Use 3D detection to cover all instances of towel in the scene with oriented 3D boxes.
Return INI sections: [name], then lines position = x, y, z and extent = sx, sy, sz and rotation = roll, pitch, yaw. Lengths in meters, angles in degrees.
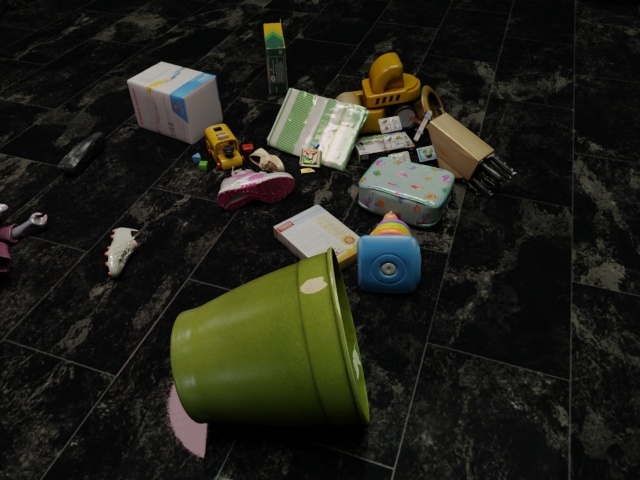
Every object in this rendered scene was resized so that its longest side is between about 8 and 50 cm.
[towel]
position = -0.015, -0.402, 1.934
extent = 0.324, 0.038, 0.248
rotation = 21, 83, 20

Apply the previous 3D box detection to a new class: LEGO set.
[LEGO set]
position = 0.335, -0.359, 1.909
extent = 0.244, 0.060, 0.183
rotation = -14, 85, -10

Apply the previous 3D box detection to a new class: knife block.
[knife block]
position = 0.491, -0.278, 1.733
extent = 0.088, 0.276, 0.242
rotation = -33, 22, -31

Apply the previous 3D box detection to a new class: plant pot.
[plant pot]
position = -0.107, 0.229, 1.128
extent = 0.352, 0.367, 0.367
rotation = -12, 42, 4

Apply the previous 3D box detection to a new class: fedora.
[fedora]
position = 0.407, -0.491, 2.052
extent = 0.079, 0.194, 0.194
rotation = -21, 30, 35

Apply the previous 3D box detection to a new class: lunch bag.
[lunch bag]
position = 0.275, -0.158, 1.693
extent = 0.279, 0.108, 0.224
rotation = 18, 43, 19

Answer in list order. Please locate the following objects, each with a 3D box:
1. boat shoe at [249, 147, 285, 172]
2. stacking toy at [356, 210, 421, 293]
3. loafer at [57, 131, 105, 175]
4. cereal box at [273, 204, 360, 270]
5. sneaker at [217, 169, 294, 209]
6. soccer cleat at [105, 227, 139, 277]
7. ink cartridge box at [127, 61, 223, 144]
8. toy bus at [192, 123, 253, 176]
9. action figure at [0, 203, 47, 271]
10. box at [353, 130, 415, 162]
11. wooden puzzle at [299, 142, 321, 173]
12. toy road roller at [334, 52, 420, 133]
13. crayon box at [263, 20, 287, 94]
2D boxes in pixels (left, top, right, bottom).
[boat shoe]
position = -0.186, -0.263, 1.855
extent = 0.059, 0.063, 0.170
rotation = -29, 40, -24
[stacking toy]
position = 0.196, 0.003, 1.509
extent = 0.165, 0.175, 0.302
rotation = 0, 28, 9
[loafer]
position = -0.840, -0.315, 1.905
extent = 0.078, 0.076, 0.223
rotation = 16, 48, 6
[cereal box]
position = 0.000, 0.000, 1.567
extent = 0.172, 0.047, 0.240
rotation = -28, 48, -27
[sneaker]
position = -0.210, -0.183, 1.732
extent = 0.252, 0.103, 0.111
rotation = -10, 45, -11
[soccer cleat]
position = -0.562, 0.027, 1.535
extent = 0.076, 0.068, 0.196
rotation = -4, 39, -8
[ink cartridge box]
position = -0.545, -0.524, 2.041
extent = 0.269, 0.198, 0.197
rotation = 21, 47, 21
[toy bus]
position = -0.336, -0.328, 1.891
extent = 0.202, 0.105, 0.191
rotation = 11, 44, 14
[action figure]
position = -0.968, 0.003, 1.531
extent = 0.276, 0.248, 0.370
rotation = -49, 32, 10
[box]
position = 0.224, -0.340, 1.946
extent = 0.206, 0.036, 0.114
rotation = -10, 43, -10
[wooden puzzle]
position = -0.034, -0.286, 1.868
extent = 0.078, 0.014, 0.117
rotation = 0, 72, -3
[toy road roller]
position = 0.203, -0.546, 1.995
extent = 0.329, 0.241, 0.203
rotation = -9, 38, 3
[crayon box]
position = -0.196, -0.799, 2.335
extent = 0.083, 0.203, 0.323
rotation = -5, 42, -4
